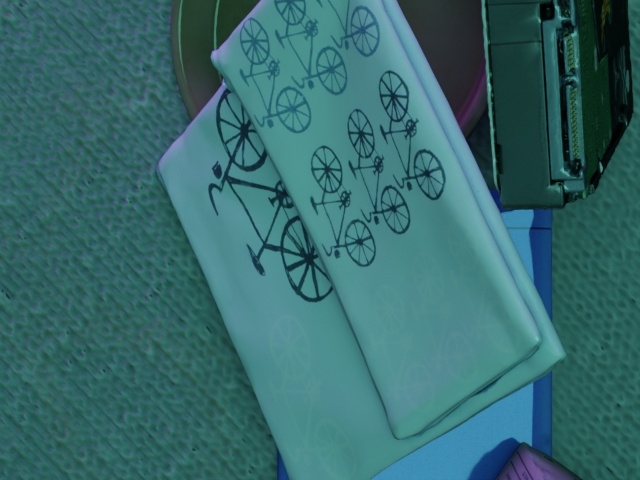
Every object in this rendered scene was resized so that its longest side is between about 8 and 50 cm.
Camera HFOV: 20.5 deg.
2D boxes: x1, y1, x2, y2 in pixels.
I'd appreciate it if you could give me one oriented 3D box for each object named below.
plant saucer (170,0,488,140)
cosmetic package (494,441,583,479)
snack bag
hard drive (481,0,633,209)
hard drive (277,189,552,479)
[{"bbox_3d":[0.015,-0.161,1.320,0.278,0.041,0.277,1,91,26],"label":"plant saucer"},{"bbox_3d":[0.119,0.309,1.262,0.129,0.153,0.296,35,96,-5],"label":"cosmetic package"},{"bbox_3d":[0.000,0.000,1.218,0.037,0.342,0.323,-15,73,-35],"label":"snack bag"},{"bbox_3d":[0.165,-0.169,1.207,0.064,0.339,0.236,-2,104,15],"label":"hard drive"},{"bbox_3d":[0.072,0.120,1.360,0.210,0.040,0.318,0,87,-2],"label":"hard drive"}]
